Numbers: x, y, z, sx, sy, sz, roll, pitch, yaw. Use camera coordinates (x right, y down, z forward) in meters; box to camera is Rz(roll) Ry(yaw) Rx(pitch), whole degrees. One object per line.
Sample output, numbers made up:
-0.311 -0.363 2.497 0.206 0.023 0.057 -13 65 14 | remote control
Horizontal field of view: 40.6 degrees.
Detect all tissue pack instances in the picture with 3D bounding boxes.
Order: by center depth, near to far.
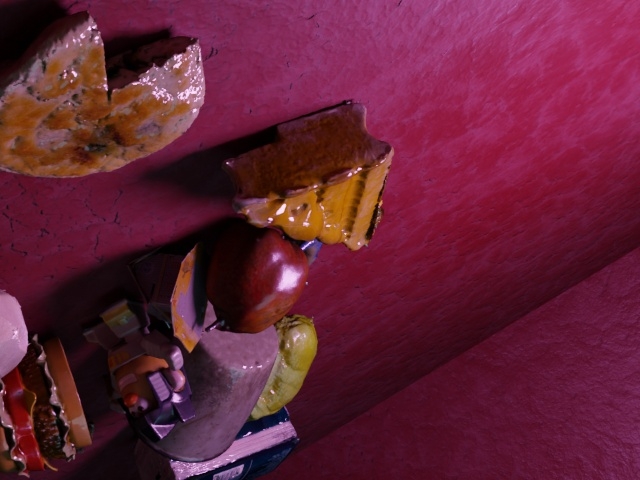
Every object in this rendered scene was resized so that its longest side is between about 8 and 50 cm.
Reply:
-0.307 0.604 2.561 0.417 0.253 0.264 -12 151 -34 | tissue pack

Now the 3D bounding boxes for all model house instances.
-0.309 0.098 1.695 0.136 0.207 0.219 7 160 12 | model house

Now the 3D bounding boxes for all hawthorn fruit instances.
-0.147 0.086 1.727 0.248 0.208 0.208 -51 158 -8 | hawthorn fruit

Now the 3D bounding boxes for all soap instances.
-0.039 -0.064 1.611 0.305 0.169 0.338 -21 154 -17 | soap

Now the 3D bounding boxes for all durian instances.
-0.143 0.331 2.262 0.340 0.204 0.255 -28 145 -3 | durian

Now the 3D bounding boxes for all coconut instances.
-0.584 0.167 1.485 0.161 0.162 0.161 -24 157 -11 | coconut

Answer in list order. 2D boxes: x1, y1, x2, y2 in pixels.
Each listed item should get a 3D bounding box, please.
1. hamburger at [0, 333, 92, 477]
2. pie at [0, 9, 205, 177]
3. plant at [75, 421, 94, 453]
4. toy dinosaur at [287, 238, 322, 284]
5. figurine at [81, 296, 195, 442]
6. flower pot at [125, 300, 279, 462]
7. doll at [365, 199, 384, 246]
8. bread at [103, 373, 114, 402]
-0.580 0.326 1.684 0.212 0.274 0.274 -18 154 -20 | hamburger
-0.316 -0.180 1.184 0.338 0.075 0.337 -24 157 -11 | pie
-0.633 0.478 2.208 0.116 0.105 0.121 -60 161 -64 | plant
0.000 0.000 1.915 0.188 0.075 0.247 -31 152 -12 | toy dinosaur
-0.361 0.267 1.773 0.143 0.308 0.308 -28 159 -27 | figurine
-0.256 0.299 1.987 0.294 0.293 0.330 -4 140 -44 | flower pot
0.107 -0.035 1.941 0.113 0.076 0.078 -39 146 20 | doll
-0.481 0.359 2.099 0.070 0.076 0.083 -22 155 -7 | bread
